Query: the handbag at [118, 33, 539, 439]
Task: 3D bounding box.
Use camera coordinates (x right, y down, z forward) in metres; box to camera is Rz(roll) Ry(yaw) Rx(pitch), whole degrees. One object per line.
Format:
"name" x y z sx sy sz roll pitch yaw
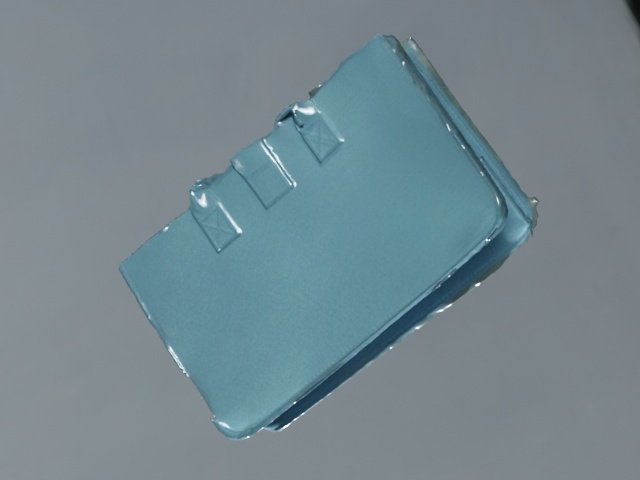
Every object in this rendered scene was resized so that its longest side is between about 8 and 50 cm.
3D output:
"handbag" 0.000 0.000 1.132 0.221 0.144 0.057 -39 165 21
